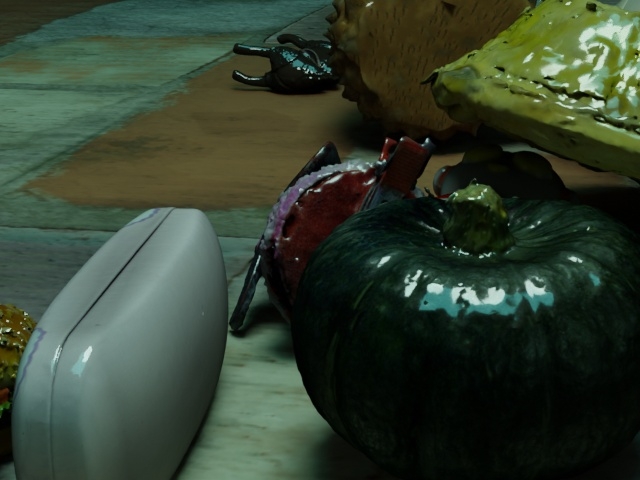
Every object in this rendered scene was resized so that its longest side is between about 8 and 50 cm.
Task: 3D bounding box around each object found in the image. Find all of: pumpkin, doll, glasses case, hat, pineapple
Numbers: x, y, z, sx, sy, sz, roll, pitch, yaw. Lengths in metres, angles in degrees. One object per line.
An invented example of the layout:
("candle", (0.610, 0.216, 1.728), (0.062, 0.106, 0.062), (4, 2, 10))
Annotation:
("pumpkin", (0.088, 0.045, 0.809), (0.211, 0.152, 0.211), (9, 27, -4))
("doll", (0.129, -0.022, 1.158), (0.142, 0.076, 0.245), (14, 27, 24))
("doll", (-0.006, -0.212, 1.815), (0.165, 0.057, 0.139), (15, 20, 30))
("glasses case", (-0.103, 0.066, 0.829), (0.075, 0.113, 0.297), (-1, 17, 9))
("hat", (-0.002, -0.003, 1.050), (0.129, 0.140, 0.227), (3, 2, -20))
("pineapple", (0.107, -0.229, 1.602), (0.223, 0.223, 0.357), (-3, 12, -3))

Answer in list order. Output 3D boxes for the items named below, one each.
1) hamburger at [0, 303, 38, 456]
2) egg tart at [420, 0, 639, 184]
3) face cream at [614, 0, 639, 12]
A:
("hamburger", (-0.222, 0.079, 0.842), (0.137, 0.087, 0.166), (14, 23, 41))
("egg tart", (0.251, -0.107, 1.155), (0.345, 0.132, 0.345), (17, 4, -1))
("face cream", (0.306, -0.193, 1.385), (0.173, 0.081, 0.348), (-33, -3, -19))
